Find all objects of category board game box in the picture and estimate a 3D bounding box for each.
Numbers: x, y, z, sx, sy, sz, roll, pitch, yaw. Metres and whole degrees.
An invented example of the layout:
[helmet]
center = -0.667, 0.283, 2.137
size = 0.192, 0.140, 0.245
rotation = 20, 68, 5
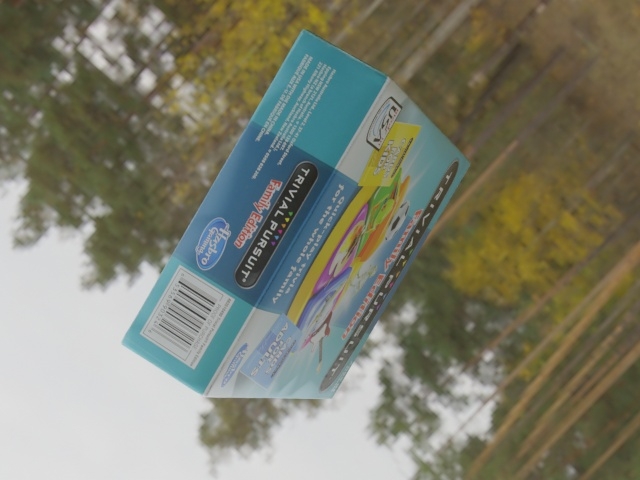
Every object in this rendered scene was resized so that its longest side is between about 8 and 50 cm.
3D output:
[board game box]
center = 0.000, 0.000, 1.097
size = 0.079, 0.254, 0.336
rotation = 31, -177, 17
